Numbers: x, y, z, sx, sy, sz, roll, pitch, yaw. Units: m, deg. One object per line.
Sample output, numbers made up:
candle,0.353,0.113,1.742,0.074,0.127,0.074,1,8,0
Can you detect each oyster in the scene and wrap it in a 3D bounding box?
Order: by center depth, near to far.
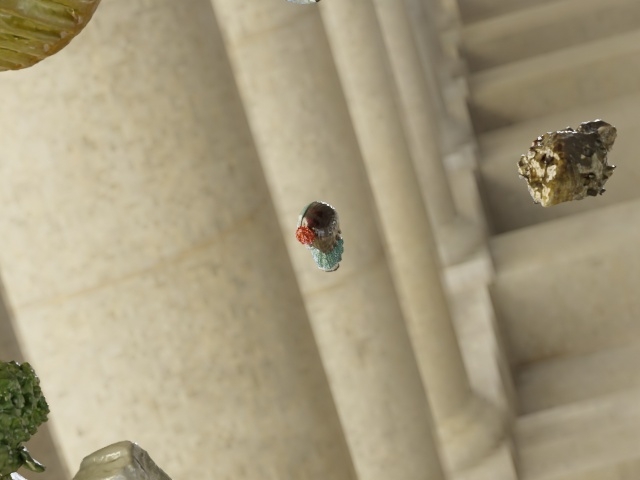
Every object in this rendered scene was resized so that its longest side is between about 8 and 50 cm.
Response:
oyster,0.254,-0.083,2.021,0.103,0.051,0.148,-1,-140,11

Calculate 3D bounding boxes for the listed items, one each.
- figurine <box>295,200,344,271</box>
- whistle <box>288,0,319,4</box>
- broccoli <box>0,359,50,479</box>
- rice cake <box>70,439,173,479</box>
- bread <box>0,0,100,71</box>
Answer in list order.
figurine,0.000,0.000,2.199,0.047,0.106,0.060,22,-113,24
whistle,-0.036,-0.320,1.789,0.405,0.168,0.188,-1,-157,16
broccoli,-0.277,0.121,1.414,0.302,0.186,0.254,16,156,-8
rice cake,-0.088,0.227,1.398,0.057,0.256,0.052,-24,-139,19
bread,-0.250,-0.253,1.419,0.142,0.253,0.227,18,169,-43
